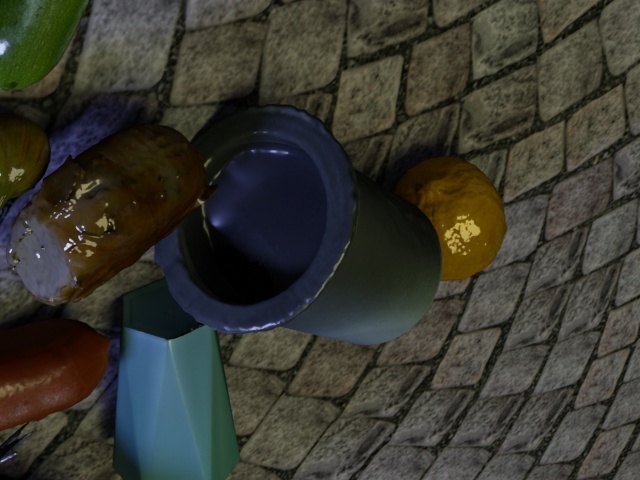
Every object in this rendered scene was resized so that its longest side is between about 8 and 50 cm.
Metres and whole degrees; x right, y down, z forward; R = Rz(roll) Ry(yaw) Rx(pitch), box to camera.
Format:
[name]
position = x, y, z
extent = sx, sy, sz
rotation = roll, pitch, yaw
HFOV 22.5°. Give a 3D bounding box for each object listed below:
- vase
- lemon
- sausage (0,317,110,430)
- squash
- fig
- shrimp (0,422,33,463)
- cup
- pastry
[vase]
position = 0.000, 0.000, 1.746
extent = 0.245, 0.245, 0.291
rotation = -53, 149, 11
[lemon]
position = 0.152, -0.020, 1.931
extent = 0.142, 0.142, 0.187
rotation = -37, 148, -12
[sausage]
position = -0.374, 0.154, 1.625
extent = 0.348, 0.094, 0.097
rotation = -14, 113, -34
[squash]
position = -0.205, -0.290, 1.359
extent = 0.101, 0.101, 0.379
rotation = 5, 125, -46
[fig]
position = -0.289, -0.070, 1.489
extent = 0.084, 0.098, 0.082
rotation = -35, 130, 19
[shrimp]
position = -0.437, 0.286, 1.664
extent = 0.343, 0.145, 0.116
rotation = -37, 170, -5
[cup]
position = -0.167, 0.169, 1.807
extent = 0.134, 0.148, 0.236
rotation = -26, 135, -30
[pastry]
position = -0.209, -0.025, 1.566
extent = 0.218, 0.100, 0.229
rotation = -40, 175, 0
